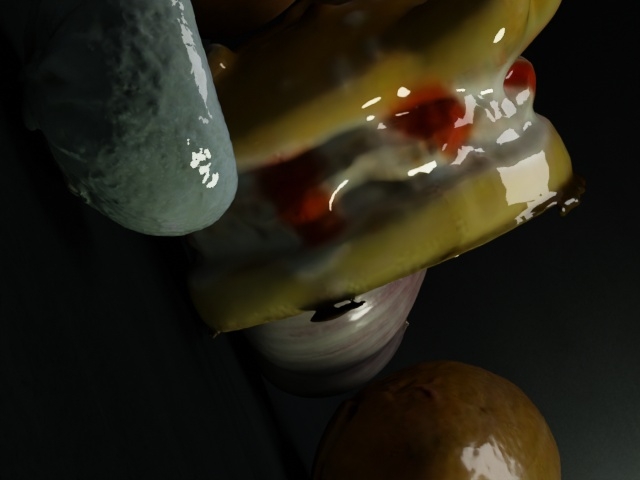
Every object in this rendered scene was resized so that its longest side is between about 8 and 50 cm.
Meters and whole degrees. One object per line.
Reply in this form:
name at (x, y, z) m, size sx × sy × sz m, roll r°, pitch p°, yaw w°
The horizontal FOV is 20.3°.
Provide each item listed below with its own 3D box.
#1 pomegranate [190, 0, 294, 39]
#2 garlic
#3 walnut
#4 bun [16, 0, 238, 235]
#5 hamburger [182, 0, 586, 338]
pomegranate at (-0.093, -0.240, 1.189) m, size 0.209 × 0.209 × 0.209 m, roll -22°, pitch 90°, yaw -89°
garlic at (0.000, 0.000, 1.417) m, size 0.256 × 0.207 × 0.207 m, roll -44°, pitch 117°, yaw -49°
walnut at (0.088, 0.191, 1.381) m, size 0.298 × 0.203 × 0.203 m, roll -53°, pitch 121°, yaw -87°
bun at (-0.092, -0.065, 0.795) m, size 0.141 × 0.083 × 0.141 m, roll 162°, pitch -90°, yaw -82°
hamburger at (0.028, -0.071, 1.134) m, size 0.302 × 0.261 × 0.186 m, roll -11°, pitch -76°, yaw 47°
